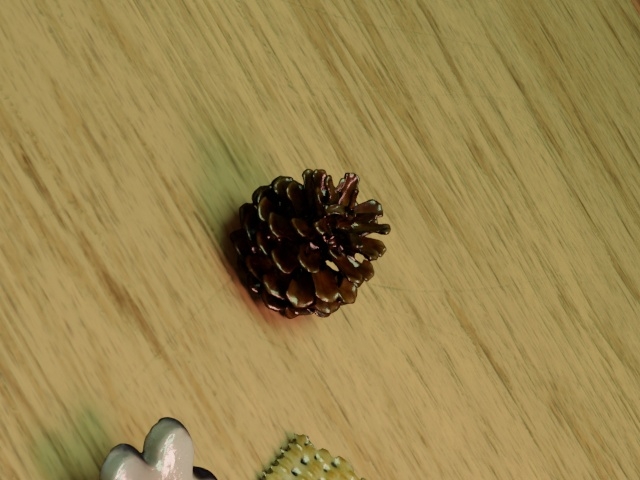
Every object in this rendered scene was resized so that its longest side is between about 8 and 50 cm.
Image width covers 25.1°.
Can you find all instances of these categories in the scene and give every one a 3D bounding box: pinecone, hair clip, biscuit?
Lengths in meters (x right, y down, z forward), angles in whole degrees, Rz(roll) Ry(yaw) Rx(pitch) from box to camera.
[{"bbox_3d":[-0.003,-0.004,1.535,0.163,0.165,0.163,18,57,-30],"label":"pinecone"},{"bbox_3d":[-0.109,0.262,1.272,0.257,0.075,0.146,41,51,-28],"label":"hair clip"},{"bbox_3d":[-0.008,0.275,1.437,0.144,0.016,0.203,50,35,-5],"label":"biscuit"}]
